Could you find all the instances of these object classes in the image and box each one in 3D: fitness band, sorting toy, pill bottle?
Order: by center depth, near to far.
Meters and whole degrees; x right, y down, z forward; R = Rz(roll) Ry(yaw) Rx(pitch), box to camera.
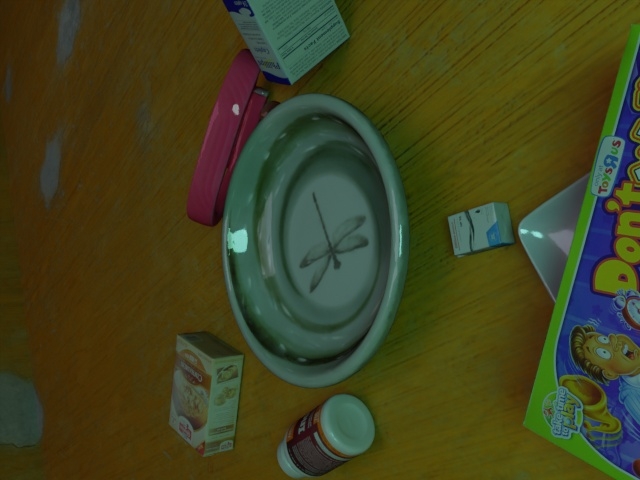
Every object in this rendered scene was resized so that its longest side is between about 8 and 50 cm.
[{"bbox_3d":[0.002,0.284,0.901,0.152,0.086,0.086,-46,56,40],"label":"pill bottle"},{"bbox_3d":[-0.144,-0.160,1.017,0.209,0.054,0.290,-78,8,-67],"label":"fitness band"},{"bbox_3d":[-0.088,-0.178,1.037,0.042,0.061,0.101,18,80,50],"label":"sorting toy"}]

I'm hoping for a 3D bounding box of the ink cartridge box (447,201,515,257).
[{"bbox_3d":[0.178,-0.010,0.731,0.083,0.028,0.048,-21,74,50],"label":"ink cartridge box"}]

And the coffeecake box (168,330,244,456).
[{"bbox_3d":[-0.216,0.281,1.185,0.142,0.068,0.185,17,104,49],"label":"coffeecake box"}]

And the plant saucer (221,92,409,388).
[{"bbox_3d":[0.000,0.000,0.894,0.401,0.101,0.399,0,90,50],"label":"plant saucer"}]

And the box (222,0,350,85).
[{"bbox_3d":[-0.046,-0.311,0.888,0.072,0.126,0.137,23,151,50],"label":"box"}]

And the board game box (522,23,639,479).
[{"bbox_3d":[0.307,0.031,0.461,0.233,0.078,0.346,24,108,48],"label":"board game box"}]

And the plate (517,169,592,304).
[{"bbox_3d":[0.333,0.031,0.526,0.278,0.045,0.277,-44,58,41],"label":"plate"}]
